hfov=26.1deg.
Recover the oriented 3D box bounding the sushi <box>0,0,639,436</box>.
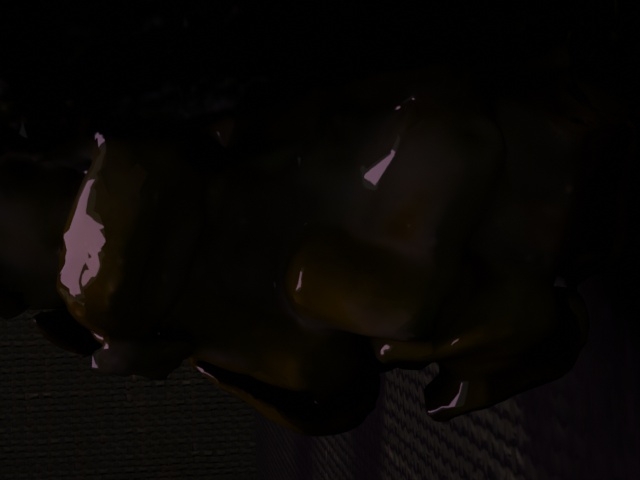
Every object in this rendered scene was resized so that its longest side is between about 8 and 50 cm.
[{"bbox_3d":[-0.015,-0.075,0.654,0.329,0.328,0.285,-128,26,-76],"label":"sushi"}]
